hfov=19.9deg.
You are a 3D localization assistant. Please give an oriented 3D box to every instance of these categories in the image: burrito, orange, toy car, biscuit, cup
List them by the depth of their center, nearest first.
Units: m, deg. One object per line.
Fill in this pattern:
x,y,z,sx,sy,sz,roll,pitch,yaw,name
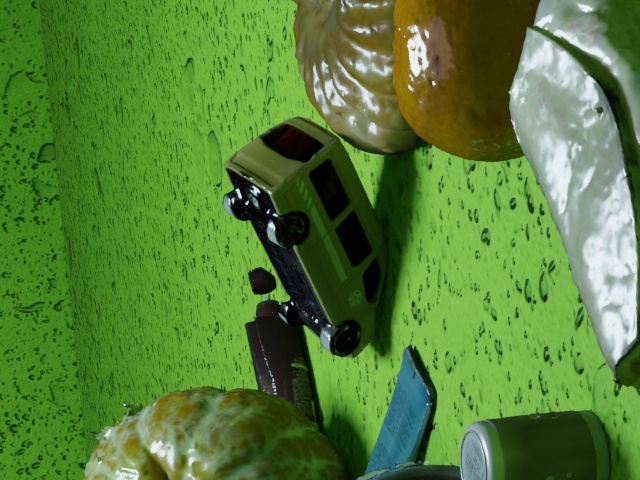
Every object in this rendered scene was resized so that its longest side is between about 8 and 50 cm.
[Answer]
0.210,-0.053,1.213,0.143,0.105,0.299,119,147,-44,burrito
0.129,-0.148,1.381,0.177,0.155,0.177,-174,90,-75,orange
0.159,0.171,1.421,0.102,0.099,0.074,161,106,-73,cup
0.040,-0.244,1.779,0.326,0.107,0.325,177,90,-77,biscuit
0.000,0.000,1.869,0.101,0.124,0.256,33,156,47,toy car
-0.119,0.318,2.006,0.249,0.329,0.329,51,-152,-65,orange

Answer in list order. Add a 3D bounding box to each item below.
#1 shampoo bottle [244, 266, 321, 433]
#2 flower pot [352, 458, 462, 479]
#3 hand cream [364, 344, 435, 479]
-0.051,0.145,2.198,0.068,0.067,0.236,96,164,-56,shampoo bottle
0.097,0.310,1.510,0.140,0.235,0.235,68,-176,-50,flower pot
0.073,0.216,1.842,0.083,0.048,0.224,-114,33,-51,hand cream
